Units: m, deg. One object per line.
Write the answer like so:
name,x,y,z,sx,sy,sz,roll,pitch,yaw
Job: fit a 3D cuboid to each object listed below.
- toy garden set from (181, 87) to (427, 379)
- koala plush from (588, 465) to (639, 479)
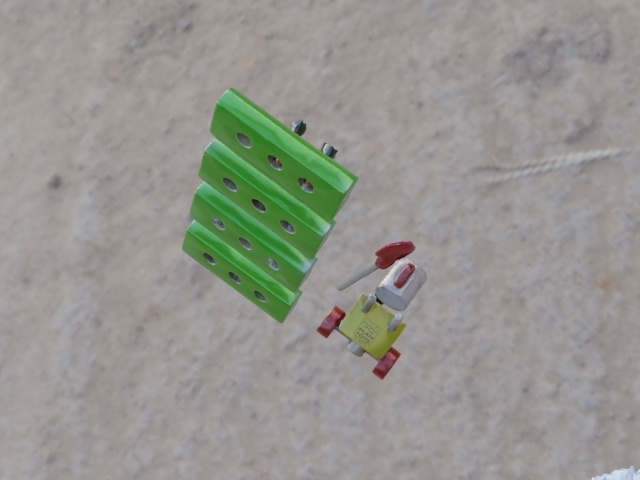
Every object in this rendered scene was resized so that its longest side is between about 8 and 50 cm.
toy garden set,0.000,0.000,0.924,0.204,0.244,0.049,36,63,5
koala plush,0.079,0.201,0.430,0.203,0.196,0.221,16,56,13
